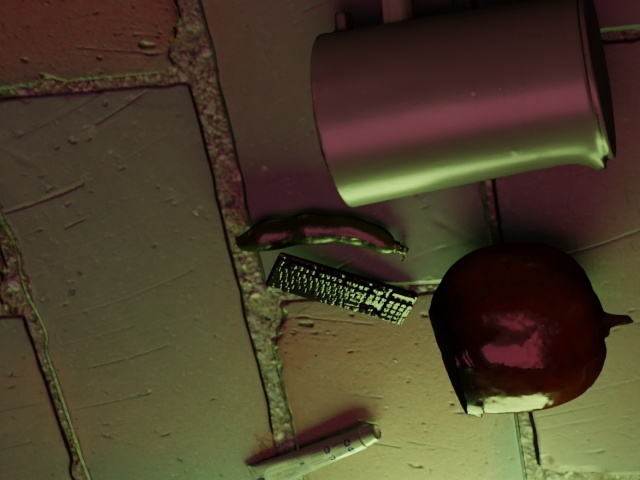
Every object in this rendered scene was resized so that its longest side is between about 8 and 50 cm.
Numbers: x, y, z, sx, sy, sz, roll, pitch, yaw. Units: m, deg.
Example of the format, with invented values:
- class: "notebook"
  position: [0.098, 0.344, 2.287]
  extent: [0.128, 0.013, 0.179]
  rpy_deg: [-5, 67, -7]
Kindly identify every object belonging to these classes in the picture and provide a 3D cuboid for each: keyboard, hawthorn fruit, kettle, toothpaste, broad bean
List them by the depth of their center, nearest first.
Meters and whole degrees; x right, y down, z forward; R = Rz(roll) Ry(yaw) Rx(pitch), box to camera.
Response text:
- class: "kettle"
  position: [0.164, -0.189, 1.743]
  extent: [0.318, 0.265, 0.205]
  rpy_deg: [-9, 151, 17]
- class: "hawthorn fruit"
  position: [0.259, 0.105, 1.883]
  extent: [0.249, 0.215, 0.215]
  rpy_deg: [-3, 121, 15]
- class: "broad bean"
  position: [0.001, -0.004, 1.962]
  extent: [0.226, 0.039, 0.069]
  rpy_deg: [6, 129, 7]
- class: "keyboard"
  position: [0.028, 0.065, 1.994]
  extent: [0.195, 0.018, 0.060]
  rpy_deg: [17, 129, -11]
- class: "toothpaste"
  position: [-0.008, 0.307, 2.166]
  extent: [0.218, 0.033, 0.052]
  rpy_deg: [-25, 110, 27]
